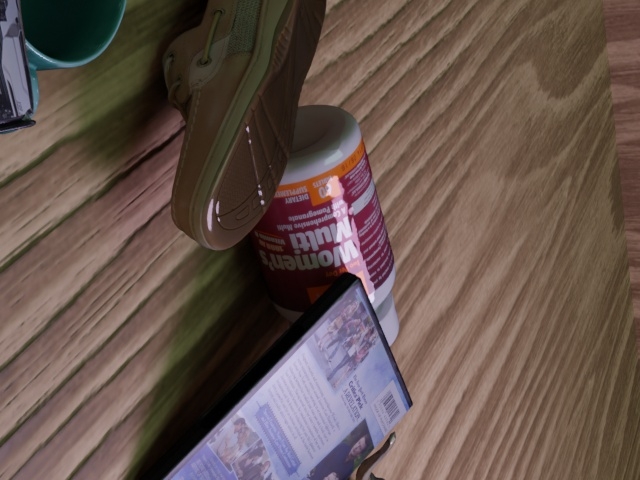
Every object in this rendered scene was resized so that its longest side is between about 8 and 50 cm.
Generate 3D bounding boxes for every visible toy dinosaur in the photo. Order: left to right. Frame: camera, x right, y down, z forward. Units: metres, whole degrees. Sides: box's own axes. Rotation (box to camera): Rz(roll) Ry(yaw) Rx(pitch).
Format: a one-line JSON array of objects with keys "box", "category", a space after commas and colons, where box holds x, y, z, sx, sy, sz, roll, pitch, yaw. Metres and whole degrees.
[{"box": [0.047, 0.281, 1.172, 0.268, 0.064, 0.118, 89, 12, -66], "category": "toy dinosaur"}]

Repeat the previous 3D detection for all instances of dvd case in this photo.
[{"box": [-0.028, 0.169, 0.986, 0.253, 0.022, 0.180, -44, 134, -23], "category": "dvd case"}]

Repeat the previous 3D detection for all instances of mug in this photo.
[{"box": [-0.193, -0.154, 0.669, 0.158, 0.097, 0.129, -65, 145, -40], "category": "mug"}]

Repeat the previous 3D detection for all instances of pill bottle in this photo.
[{"box": [0.000, 0.000, 1.044, 0.121, 0.121, 0.221, -57, 139, -48], "category": "pill bottle"}]

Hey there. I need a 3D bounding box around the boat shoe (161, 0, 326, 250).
[{"box": [-0.073, -0.123, 0.924, 0.109, 0.098, 0.302, 77, 24, -55], "category": "boat shoe"}]

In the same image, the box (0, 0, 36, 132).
[{"box": [-0.277, -0.046, 0.331, 0.307, 0.242, 0.076, -27, 115, -62], "category": "box"}]
